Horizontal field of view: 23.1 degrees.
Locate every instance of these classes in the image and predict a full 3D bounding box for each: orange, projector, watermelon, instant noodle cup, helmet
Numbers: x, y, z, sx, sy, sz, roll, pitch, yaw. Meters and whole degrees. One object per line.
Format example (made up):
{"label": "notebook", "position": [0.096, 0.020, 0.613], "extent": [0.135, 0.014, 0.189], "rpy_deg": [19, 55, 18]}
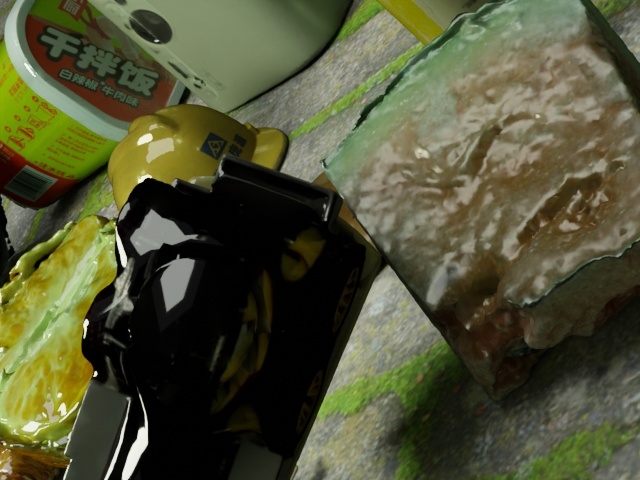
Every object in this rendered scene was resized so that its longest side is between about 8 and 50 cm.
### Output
{"label": "orange", "position": [-0.227, 0.103, 1.588], "extent": [0.334, 0.196, 0.262], "rpy_deg": [-7, 66, 67]}
{"label": "projector", "position": [-0.119, -0.348, 1.997], "extent": [0.249, 0.249, 0.248], "rpy_deg": [-24, 34, 46]}
{"label": "watermelon", "position": [0.159, -0.018, 1.181], "extent": [0.264, 0.151, 0.302], "rpy_deg": [-39, 43, 17]}
{"label": "instant noodle cup", "position": [-0.381, -0.211, 2.279], "extent": [0.308, 0.294, 0.294], "rpy_deg": [-37, 26, 44]}
{"label": "helmet", "position": [-0.172, -0.089, 1.859], "extent": [0.257, 0.140, 0.205], "rpy_deg": [-19, 38, 54]}

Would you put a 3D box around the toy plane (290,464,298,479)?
{"label": "toy plane", "position": [-0.059, 0.228, 1.319], "extent": [0.121, 0.031, 0.049], "rpy_deg": [-42, 16, 25]}

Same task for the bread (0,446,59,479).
{"label": "bread", "position": [-0.330, 0.242, 1.721], "extent": [0.105, 0.076, 0.233], "rpy_deg": [-51, 27, 31]}

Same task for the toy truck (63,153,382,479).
{"label": "toy truck", "position": [-0.088, 0.144, 1.176], "extent": [0.254, 0.181, 0.405], "rpy_deg": [19, -90, -78]}

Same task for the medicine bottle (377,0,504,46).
{"label": "medicine bottle", "position": [0.139, -0.211, 1.379], "extent": [0.122, 0.212, 0.122], "rpy_deg": [-40, 26, 24]}

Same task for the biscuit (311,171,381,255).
{"label": "biscuit", "position": [0.000, 0.000, 1.534], "extent": [0.325, 0.044, 0.217], "rpy_deg": [-44, 26, 15]}

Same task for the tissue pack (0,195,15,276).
{"label": "tissue pack", "position": [-0.549, 0.053, 2.182], "extent": [0.122, 0.259, 0.361], "rpy_deg": [3, 42, 8]}
